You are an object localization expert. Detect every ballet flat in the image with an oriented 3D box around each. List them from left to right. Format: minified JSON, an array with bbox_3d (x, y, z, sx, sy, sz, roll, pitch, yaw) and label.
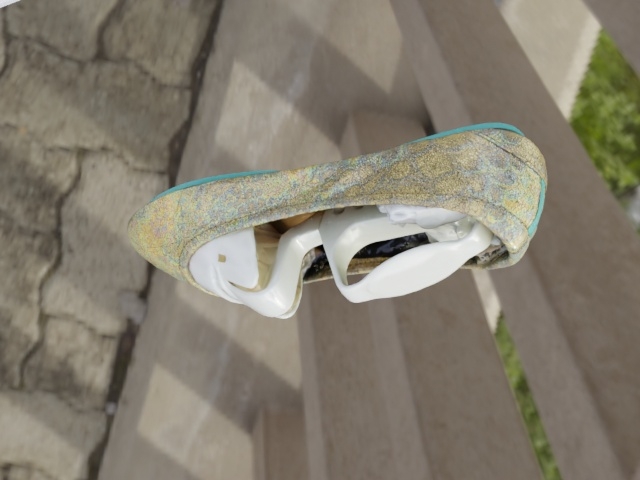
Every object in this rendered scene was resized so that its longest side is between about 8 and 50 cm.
[{"bbox_3d":[0.000,0.000,1.169,0.349,0.123,0.123,-11,115,23],"label":"ballet flat"}]

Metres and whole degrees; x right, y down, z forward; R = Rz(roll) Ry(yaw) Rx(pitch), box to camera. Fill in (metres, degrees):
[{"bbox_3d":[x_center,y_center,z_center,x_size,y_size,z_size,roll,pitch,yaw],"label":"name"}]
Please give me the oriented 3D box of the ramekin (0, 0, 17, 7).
[{"bbox_3d":[-0.228,-0.272,1.171,0.273,0.273,0.127,-21,113,6],"label":"ramekin"}]
